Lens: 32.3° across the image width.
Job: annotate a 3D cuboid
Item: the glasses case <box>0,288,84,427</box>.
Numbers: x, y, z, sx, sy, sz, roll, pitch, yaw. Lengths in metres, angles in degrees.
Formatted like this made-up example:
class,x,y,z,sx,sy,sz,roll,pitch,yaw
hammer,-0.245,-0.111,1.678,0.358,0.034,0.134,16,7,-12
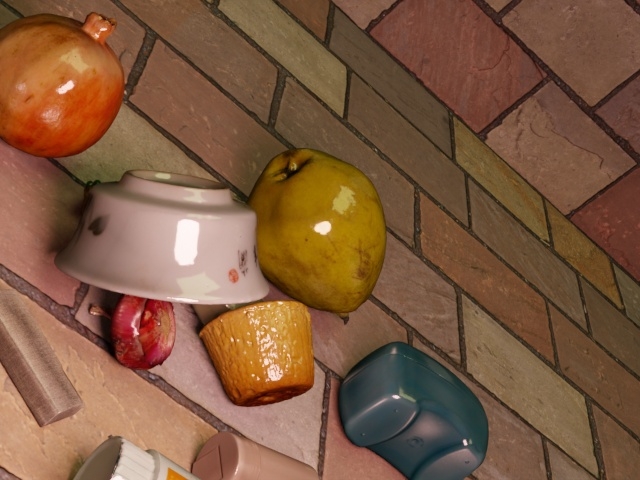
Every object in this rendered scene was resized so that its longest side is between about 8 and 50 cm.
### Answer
class,x,y,z,sx,sy,sz,roll,pitch,yaw
glasses case,-0.420,0.166,1.593,0.205,0.047,0.071,55,26,11

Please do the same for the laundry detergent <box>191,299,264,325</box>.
class,x,y,z,sx,sy,sz,roll,pitch,yaw
laundry detergent,-0.195,0.049,2.035,0.181,0.091,0.253,15,42,-57

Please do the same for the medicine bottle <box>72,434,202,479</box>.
class,x,y,z,sx,sy,sz,roll,pitch,yaw
medicine bottle,-0.190,0.405,1.514,0.318,0.158,0.158,38,29,-21

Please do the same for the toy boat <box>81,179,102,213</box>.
class,x,y,z,sx,sy,sz,roll,pitch,yaw
toy boat,-0.339,-0.066,1.966,0.229,0.088,0.089,9,47,-52

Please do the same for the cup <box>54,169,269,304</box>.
class,x,y,z,sx,sy,sz,roll,pitch,yaw
cup,-0.241,-0.020,1.771,0.347,0.163,0.347,9,9,-1

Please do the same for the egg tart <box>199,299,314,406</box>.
class,x,y,z,sx,sy,sz,roll,pitch,yaw
egg tart,-0.102,0.201,1.905,0.202,0.202,0.147,11,60,-51

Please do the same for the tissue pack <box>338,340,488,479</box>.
class,x,y,z,sx,sy,sz,roll,pitch,yaw
tissue pack,0.180,0.327,2.131,0.287,0.198,0.206,36,32,-22

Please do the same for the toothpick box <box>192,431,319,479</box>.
class,x,y,z,sx,sy,sz,roll,pitch,yaw
toothpick box,-0.100,0.377,1.739,0.180,0.111,0.111,30,33,-37

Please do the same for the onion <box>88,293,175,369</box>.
class,x,y,z,sx,sy,sz,roll,pitch,yaw
onion,-0.307,0.131,1.766,0.150,0.140,0.150,5,90,-73

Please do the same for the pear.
class,x,y,z,sx,sy,sz,roll,pitch,yaw
pear,0.000,0.000,2.214,0.287,0.287,0.375,-55,129,-63

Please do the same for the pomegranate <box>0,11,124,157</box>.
class,x,y,z,sx,sy,sz,roll,pitch,yaw
pomegranate,-0.445,-0.277,1.877,0.229,0.270,0.252,50,18,18
